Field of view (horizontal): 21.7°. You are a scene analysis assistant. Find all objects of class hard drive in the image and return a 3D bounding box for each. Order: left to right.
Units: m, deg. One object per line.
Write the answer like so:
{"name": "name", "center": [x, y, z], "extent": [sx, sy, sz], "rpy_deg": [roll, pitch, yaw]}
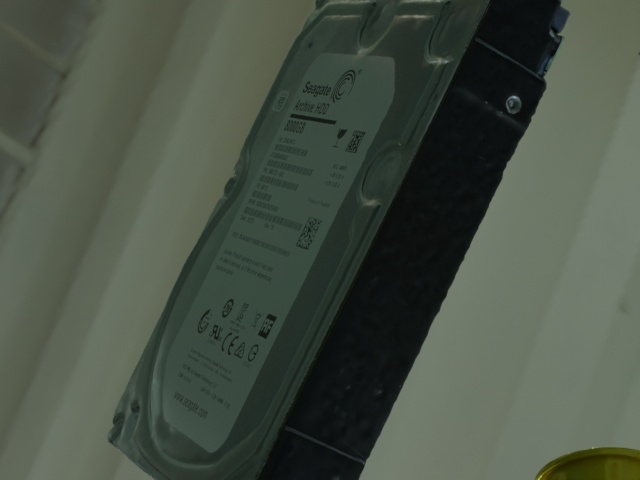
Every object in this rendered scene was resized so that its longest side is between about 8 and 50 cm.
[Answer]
{"name": "hard drive", "center": [0.000, 0.000, 0.977], "extent": [0.339, 0.064, 0.237], "rpy_deg": [-63, -156, -4]}

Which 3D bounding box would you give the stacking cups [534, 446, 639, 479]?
{"name": "stacking cups", "center": [0.175, 0.275, 0.961], "extent": [0.096, 0.096, 0.316], "rpy_deg": [-24, -136, 30]}

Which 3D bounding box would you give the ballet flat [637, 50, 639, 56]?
{"name": "ballet flat", "center": [0.425, -0.076, 1.256], "extent": [0.409, 0.147, 0.147], "rpy_deg": [40, -84, 5]}
